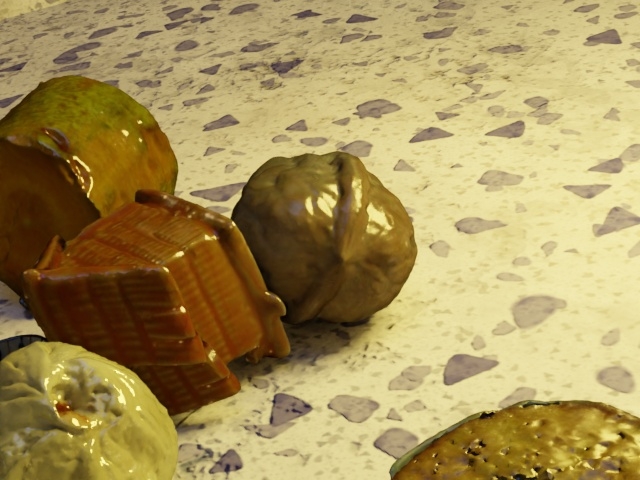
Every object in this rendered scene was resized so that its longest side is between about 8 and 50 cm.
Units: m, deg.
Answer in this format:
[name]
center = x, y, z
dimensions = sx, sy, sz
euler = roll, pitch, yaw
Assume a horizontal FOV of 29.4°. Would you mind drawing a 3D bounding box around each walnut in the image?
[walnut]
center = 0.000, 0.000, 1.380
dimensions = 0.224, 0.224, 0.224
euler = -8, 27, 4

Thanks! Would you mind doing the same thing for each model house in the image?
[model house]
center = -0.187, 0.076, 1.298
dimensions = 0.229, 0.199, 0.219
euler = -30, 24, -32

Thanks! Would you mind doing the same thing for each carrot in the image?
[carrot]
center = -0.322, -0.085, 1.610
dimensions = 0.241, 0.241, 0.341
euler = 0, 30, 18

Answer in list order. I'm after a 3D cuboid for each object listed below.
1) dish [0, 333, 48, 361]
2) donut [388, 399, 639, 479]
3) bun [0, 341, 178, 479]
[dish]
center = -0.339, 0.179, 1.288
dimensions = 0.190, 0.066, 0.191
euler = -8, 30, 5
[donut]
center = 0.163, 0.244, 0.961
dimensions = 0.272, 0.107, 0.272
euler = -12, 26, 6
[bun]
center = -0.238, 0.185, 1.122
dimensions = 0.220, 0.134, 0.220
euler = 7, 45, -7
